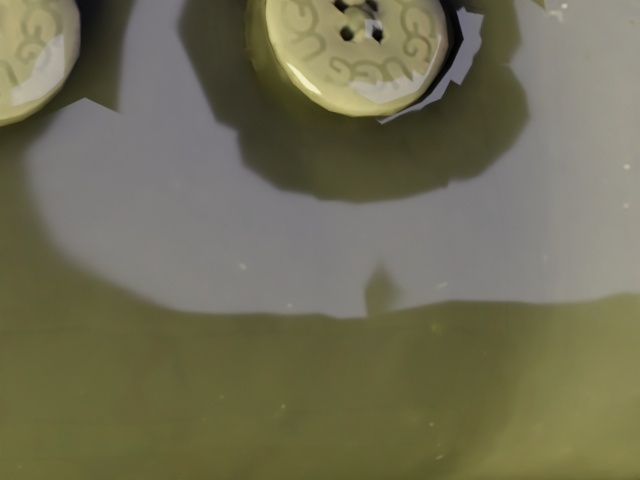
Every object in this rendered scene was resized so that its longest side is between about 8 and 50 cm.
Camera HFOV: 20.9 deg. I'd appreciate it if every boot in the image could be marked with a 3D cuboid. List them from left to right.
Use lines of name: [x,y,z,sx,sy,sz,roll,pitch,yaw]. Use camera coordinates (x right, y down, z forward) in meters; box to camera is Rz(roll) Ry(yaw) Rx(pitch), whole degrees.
boot: [-0.120,0.044,0.317,0.445,0.146,0.367,-3,77,-32]
